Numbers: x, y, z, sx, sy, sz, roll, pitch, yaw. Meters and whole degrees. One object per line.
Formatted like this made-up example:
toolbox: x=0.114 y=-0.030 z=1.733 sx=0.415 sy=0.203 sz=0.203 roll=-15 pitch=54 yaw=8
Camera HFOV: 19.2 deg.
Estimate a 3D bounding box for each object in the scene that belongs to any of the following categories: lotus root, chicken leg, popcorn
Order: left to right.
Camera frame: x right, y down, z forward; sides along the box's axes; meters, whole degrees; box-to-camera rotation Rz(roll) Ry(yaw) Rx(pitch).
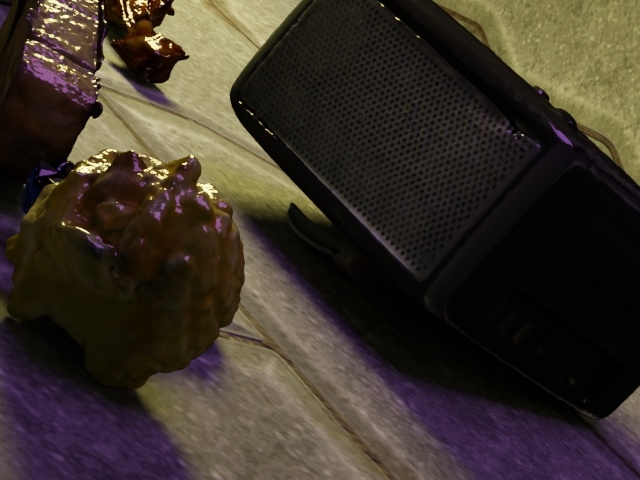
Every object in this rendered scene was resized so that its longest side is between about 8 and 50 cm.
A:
lotus root: x=-0.238 y=-0.140 z=1.580 sx=0.074 sy=0.170 sz=0.261 roll=21 pitch=28 yaw=-20
popcorn: x=-0.139 y=0.016 z=1.330 sx=0.173 sy=0.173 sz=0.142 roll=30 pitch=31 yaw=-15
chicken leg: x=-0.218 y=-0.264 z=2.210 sx=0.113 sy=0.093 sz=0.304 roll=11 pitch=30 yaw=-16

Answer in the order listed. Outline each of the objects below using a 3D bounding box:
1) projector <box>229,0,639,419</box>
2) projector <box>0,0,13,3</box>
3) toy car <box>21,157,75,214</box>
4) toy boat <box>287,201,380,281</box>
projector: x=0.167 y=-0.056 z=1.943 sx=0.395 sy=0.242 sz=0.405 roll=35 pitch=9 yaw=-49
projector: x=-0.335 y=-0.361 z=2.025 sx=0.099 sy=0.192 sz=0.256 roll=41 pitch=16 yaw=24
toy car: x=-0.152 y=0.008 z=1.488 sx=0.103 sy=0.063 sz=0.216 roll=34 pitch=-3 yaw=42
toy boat: x=-0.001 y=0.000 z=1.936 sx=0.122 sy=0.034 sz=0.096 roll=31 pitch=8 yaw=26
